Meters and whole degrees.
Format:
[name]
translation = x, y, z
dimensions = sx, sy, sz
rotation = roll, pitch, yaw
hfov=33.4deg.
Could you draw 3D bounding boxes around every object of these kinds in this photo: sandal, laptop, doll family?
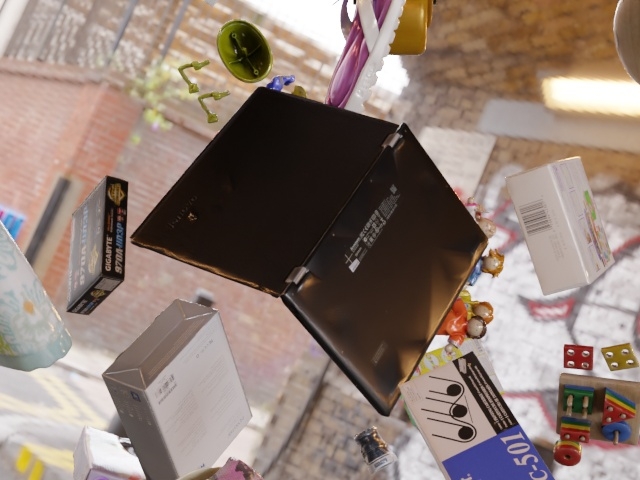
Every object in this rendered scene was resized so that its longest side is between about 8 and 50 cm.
[sandal]
translation = 0.074, -0.421, 2.003
dimensions = 0.102, 0.416, 0.169
rotation = 15, -1, -27
[laptop]
translation = 0.000, 0.000, 1.664
dimensions = 0.236, 0.382, 0.408
rotation = -11, -55, 49
[doll family]
translation = 0.230, 0.062, 1.818
dimensions = 0.163, 0.263, 0.118
rotation = 7, -8, -2

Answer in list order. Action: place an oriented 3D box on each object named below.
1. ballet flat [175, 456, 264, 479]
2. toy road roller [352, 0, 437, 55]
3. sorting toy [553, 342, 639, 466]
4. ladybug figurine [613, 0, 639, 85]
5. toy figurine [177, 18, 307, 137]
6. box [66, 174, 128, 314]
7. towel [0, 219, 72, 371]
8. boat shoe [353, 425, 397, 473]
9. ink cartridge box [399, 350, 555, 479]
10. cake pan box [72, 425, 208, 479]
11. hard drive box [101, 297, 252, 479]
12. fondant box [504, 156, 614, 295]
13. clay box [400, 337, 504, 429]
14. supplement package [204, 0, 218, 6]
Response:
[ballet flat]
translation = -0.155, 0.314, 1.241
dimensions = 0.079, 0.077, 0.221
rotation = 34, 32, 23
[toy road roller]
translation = 0.164, -0.545, 2.287
dimensions = 0.202, 0.241, 0.329
rotation = 1, -24, 3
[sorting toy]
translation = 0.444, 0.274, 1.702
dimensions = 0.132, 0.046, 0.274
rotation = 6, -52, 15
[ladybug figurine]
translation = 0.726, -0.428, 2.053
dimensions = 0.305, 0.162, 0.449
rotation = 4, -26, 21
[toy figurine]
translation = -0.089, -0.230, 2.062
dimensions = 0.362, 0.191, 0.217
rotation = 54, 10, 6
[box]
translation = -0.428, 0.011, 2.049
dimensions = 0.051, 0.220, 0.175
rotation = 15, -33, -30
[towel]
translation = -0.507, 0.014, 1.392
dimensions = 0.374, 0.090, 0.320
rotation = 3, -51, 45
[boat shoe]
translation = 0.113, 0.427, 2.191
dimensions = 0.083, 0.065, 0.183
rotation = 62, -4, 14
[ink cartridge box]
translation = 0.172, 0.223, 1.159
dimensions = 0.046, 0.097, 0.207
rotation = 70, -6, -46
[cake pan box]
translation = -0.302, 0.417, 1.852
dimensions = 0.245, 0.070, 0.267
rotation = 23, 0, -15
[hard drive box]
translation = -0.209, 0.236, 1.609
dimensions = 0.089, 0.181, 0.232
rotation = 13, -47, 32
[fondant box]
translation = 0.482, -0.036, 2.120
dimensions = 0.096, 0.238, 0.330
rotation = -19, -2, 25
[clay box]
translation = 0.232, 0.273, 2.036
dimensions = 0.222, 0.127, 0.053
rotation = -15, -19, -30
[supplement package]
translation = -0.195, -0.531, 1.734
dimensions = 0.203, 0.194, 0.149
rotation = 30, 22, -56
